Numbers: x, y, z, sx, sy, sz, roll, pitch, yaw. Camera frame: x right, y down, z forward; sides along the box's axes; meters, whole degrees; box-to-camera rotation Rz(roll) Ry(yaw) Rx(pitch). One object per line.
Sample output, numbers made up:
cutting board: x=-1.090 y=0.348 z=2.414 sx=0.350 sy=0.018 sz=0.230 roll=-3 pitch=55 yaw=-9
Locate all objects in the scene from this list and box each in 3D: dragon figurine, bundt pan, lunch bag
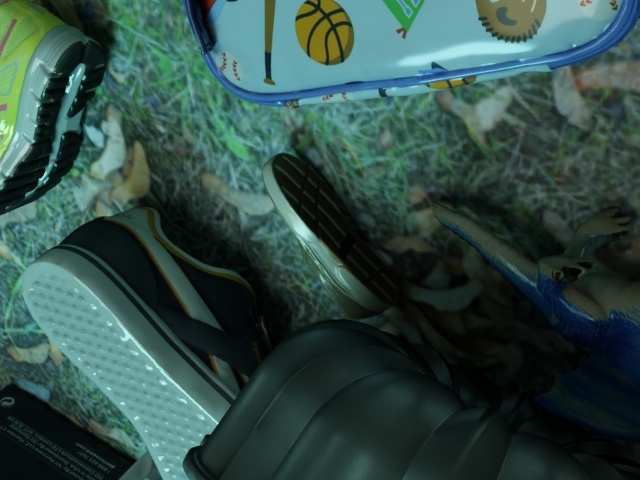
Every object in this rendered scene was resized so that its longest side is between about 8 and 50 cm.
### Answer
dragon figurine: x=0.185 y=0.065 z=0.715 sx=0.289 sy=0.085 sz=0.144 roll=14 pitch=124 yaw=25
bundt pan: x=0.090 y=0.151 z=0.708 sx=0.330 sy=0.331 sz=0.124 roll=28 pitch=93 yaw=17
lunch bag: x=0.031 y=-0.204 z=0.632 sx=0.303 sy=0.115 sz=0.243 roll=-2 pitch=115 yaw=34

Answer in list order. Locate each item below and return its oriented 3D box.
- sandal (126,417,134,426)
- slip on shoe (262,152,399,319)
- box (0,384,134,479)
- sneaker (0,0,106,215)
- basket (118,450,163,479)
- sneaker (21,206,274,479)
sandal: x=-0.163 y=0.133 z=1.024 sx=0.179 sy=0.040 sz=0.067 roll=42 pitch=133 yaw=5
slip on shoe: x=0.000 y=0.000 z=0.825 sx=0.041 sy=0.051 sz=0.135 roll=-32 pitch=106 yaw=40
box: x=-0.342 y=0.352 z=1.115 sx=0.182 sy=0.294 sz=0.296 roll=28 pitch=130 yaw=17
sneaker: x=-0.238 y=-0.102 z=0.909 sx=0.094 sy=0.081 sz=0.208 roll=44 pitch=127 yaw=12
basket: x=-0.100 y=0.264 z=1.018 sx=0.167 sy=0.113 sz=0.103 roll=9 pitch=125 yaw=29
sneaker: x=-0.080 y=0.112 z=0.897 sx=0.126 sy=0.127 sz=0.321 roll=-25 pitch=104 yaw=43
